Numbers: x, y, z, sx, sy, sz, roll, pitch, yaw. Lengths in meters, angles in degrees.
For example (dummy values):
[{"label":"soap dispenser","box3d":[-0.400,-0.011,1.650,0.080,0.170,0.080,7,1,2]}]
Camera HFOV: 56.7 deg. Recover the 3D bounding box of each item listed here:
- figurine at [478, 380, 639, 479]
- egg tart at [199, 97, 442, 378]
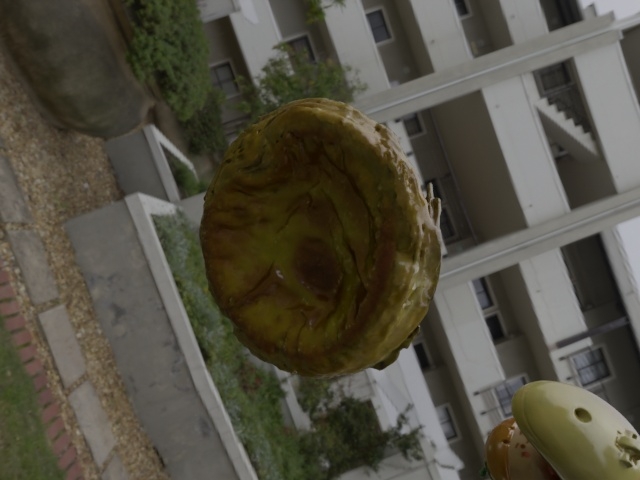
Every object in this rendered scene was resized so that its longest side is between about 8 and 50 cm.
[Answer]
[{"label":"figurine","box3d":[0.317,0.289,0.757,0.222,0.124,0.324,-9,-50,46]},{"label":"egg tart","box3d":[0.000,0.000,0.609,0.116,0.295,0.294,-3,68,-53]}]
